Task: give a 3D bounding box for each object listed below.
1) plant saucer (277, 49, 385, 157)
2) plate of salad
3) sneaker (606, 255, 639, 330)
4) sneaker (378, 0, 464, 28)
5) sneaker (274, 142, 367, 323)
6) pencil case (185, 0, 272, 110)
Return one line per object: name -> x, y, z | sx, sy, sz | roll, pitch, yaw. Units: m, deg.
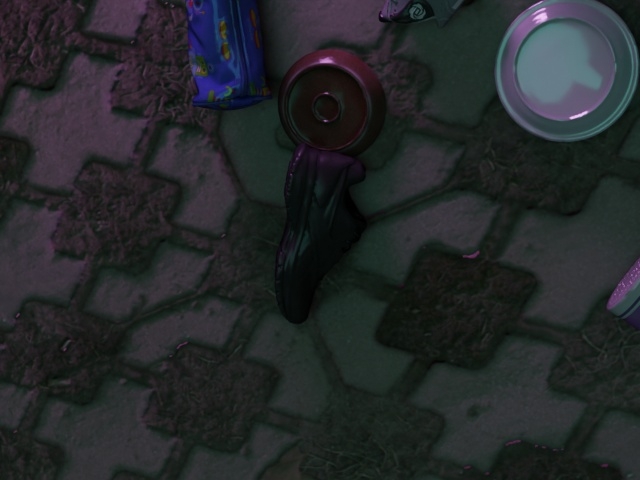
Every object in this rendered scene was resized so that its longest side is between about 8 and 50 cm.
plant saucer -> 0.012, -0.197, 1.781 | 0.169, 0.029, 0.168 | 5, 107, 16
plate of salad -> 0.339, -0.236, 1.656 | 0.200, 0.048, 0.199 | 3, 97, 23
sneaker -> 0.538, 0.029, 1.642 | 0.161, 0.102, 0.282 | 33, 122, 3
sneaker -> 0.096, -0.375, 1.678 | 0.229, 0.086, 0.132 | 36, 114, 5
sneaker -> 0.000, 0.000, 1.802 | 0.130, 0.109, 0.286 | 8, 115, -3
pencil case -> -0.143, -0.338, 1.739 | 0.119, 0.133, 0.306 | -10, 104, -14
